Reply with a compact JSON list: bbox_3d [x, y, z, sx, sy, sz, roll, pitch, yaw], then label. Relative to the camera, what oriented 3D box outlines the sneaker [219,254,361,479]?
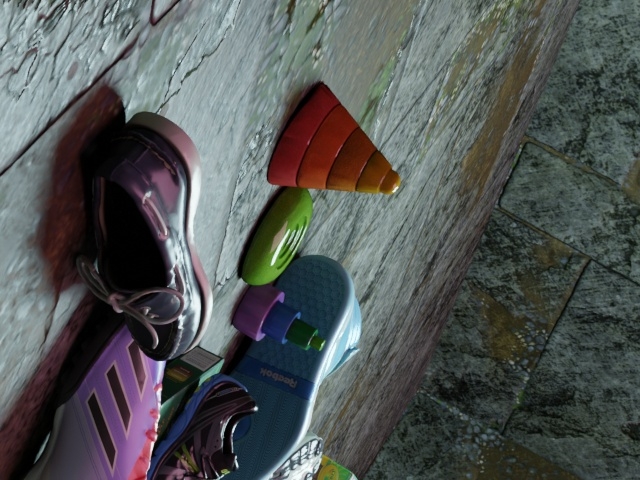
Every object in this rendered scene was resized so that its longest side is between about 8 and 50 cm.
[{"bbox_3d":[-0.038,0.178,2.120,0.319,0.127,0.208,-60,168,-2],"label":"sneaker"}]

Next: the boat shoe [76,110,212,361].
[{"bbox_3d":[-0.136,0.015,1.290,0.079,0.095,0.254,-49,160,-36],"label":"boat shoe"}]

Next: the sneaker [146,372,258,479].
[{"bbox_3d":[-0.128,0.228,1.709,0.188,0.078,0.067,-59,169,-9],"label":"sneaker"}]

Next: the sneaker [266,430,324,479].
[{"bbox_3d":[-0.118,0.315,2.154,0.275,0.110,0.107,-28,134,-41],"label":"sneaker"}]

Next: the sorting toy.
[{"bbox_3d":[0.000,0.000,1.832,0.127,0.126,0.365,-51,165,-44],"label":"sorting toy"}]

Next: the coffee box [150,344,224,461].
[{"bbox_3d":[-0.167,0.184,1.741,0.113,0.040,0.184,-65,170,19],"label":"coffee box"}]

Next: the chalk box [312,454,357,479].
[{"bbox_3d":[-0.029,0.367,2.407,0.132,0.213,0.132,-60,170,-9],"label":"chalk box"}]

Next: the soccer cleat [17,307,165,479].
[{"bbox_3d":[-0.185,0.187,1.448,0.318,0.116,0.108,-62,169,4],"label":"soccer cleat"}]
